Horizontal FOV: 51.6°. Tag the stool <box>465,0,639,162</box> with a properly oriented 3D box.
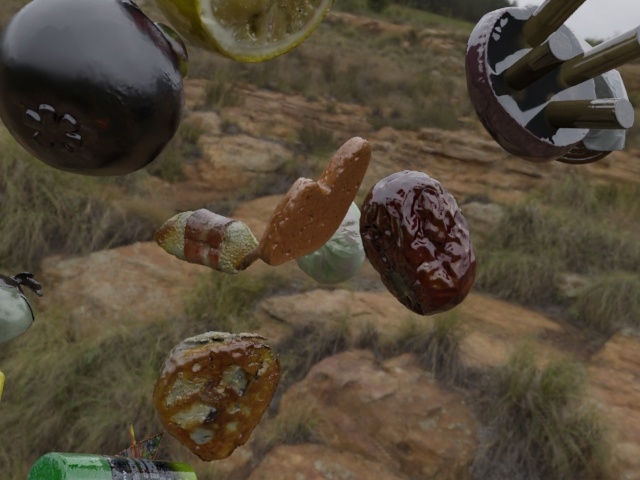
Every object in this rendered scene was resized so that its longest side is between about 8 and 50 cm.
[{"bbox_3d":[0.385,-0.277,1.061,0.271,0.272,0.178,9,-14,-28],"label":"stool"}]

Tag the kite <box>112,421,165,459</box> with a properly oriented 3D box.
[{"bbox_3d":[-0.451,0.538,1.642,0.014,0.241,0.184,18,44,-47],"label":"kite"}]

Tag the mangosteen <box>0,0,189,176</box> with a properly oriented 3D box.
[{"bbox_3d":[-0.352,-0.260,1.038,0.296,0.314,0.297,11,-18,4],"label":"mangosteen"}]

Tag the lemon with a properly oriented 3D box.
[{"bbox_3d":[-0.163,-0.520,1.188,0.363,0.365,0.364,15,13,-3],"label":"lemon"}]

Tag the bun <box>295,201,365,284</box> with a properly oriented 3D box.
[{"bbox_3d":[0.000,0.000,2.069,0.187,0.293,0.293,0,20,-38],"label":"bun"}]

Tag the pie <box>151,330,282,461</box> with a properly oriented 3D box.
[{"bbox_3d":[-0.220,0.314,1.394,0.308,0.309,0.085,9,17,-26],"label":"pie"}]

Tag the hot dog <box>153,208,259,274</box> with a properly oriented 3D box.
[{"bbox_3d":[-0.231,0.001,1.425,0.261,0.123,0.093,18,18,17],"label":"hot dog"}]

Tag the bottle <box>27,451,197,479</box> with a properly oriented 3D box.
[{"bbox_3d":[-0.342,0.417,1.131,0.093,0.093,0.330,24,-8,33],"label":"bottle"}]

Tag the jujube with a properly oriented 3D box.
[{"bbox_3d":[0.251,0.004,1.722,0.276,0.377,0.276,-19,13,4],"label":"jujube"}]

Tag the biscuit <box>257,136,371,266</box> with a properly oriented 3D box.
[{"bbox_3d":[-0.006,-0.059,0.936,0.036,0.186,0.192,35,28,20],"label":"biscuit"}]

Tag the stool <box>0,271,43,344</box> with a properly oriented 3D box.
[{"bbox_3d":[-0.385,0.083,0.675,0.217,0.125,0.121,5,34,-48],"label":"stool"}]

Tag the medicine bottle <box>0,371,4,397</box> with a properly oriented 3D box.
[{"bbox_3d":[-0.886,0.474,1.682,0.111,0.076,0.309,-1,59,-3],"label":"medicine bottle"}]

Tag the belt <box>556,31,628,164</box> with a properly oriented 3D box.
[{"bbox_3d":[0.502,-0.309,1.392,0.339,0.217,0.122,49,32,2],"label":"belt"}]
